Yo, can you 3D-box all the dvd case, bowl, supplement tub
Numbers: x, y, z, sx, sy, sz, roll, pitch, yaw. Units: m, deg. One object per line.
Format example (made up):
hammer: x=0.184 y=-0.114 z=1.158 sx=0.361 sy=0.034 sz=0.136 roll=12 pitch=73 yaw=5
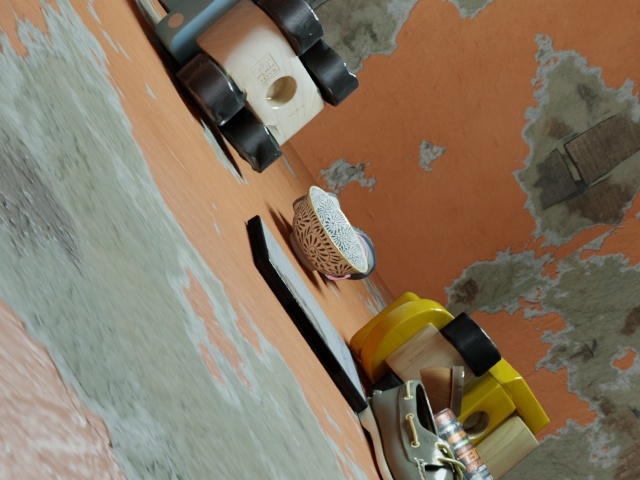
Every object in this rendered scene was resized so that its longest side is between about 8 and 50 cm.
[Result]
dvd case: x=-0.018 y=0.096 z=1.715 sx=0.253 sy=0.022 sz=0.180 roll=57 pitch=4 yaw=-20
bowl: x=0.000 y=0.000 z=2.162 sx=0.170 sy=0.080 sz=0.170 roll=53 pitch=15 yaw=-21
supplement tub: x=0.184 y=0.337 z=1.766 sx=0.198 sy=0.106 sz=0.106 roll=59 pitch=4 yaw=10

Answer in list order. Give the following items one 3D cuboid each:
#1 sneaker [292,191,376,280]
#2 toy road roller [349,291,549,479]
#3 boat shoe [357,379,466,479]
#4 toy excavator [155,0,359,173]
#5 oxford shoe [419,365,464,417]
sneaker: x=0.030 y=0.032 z=2.375 sx=0.319 sy=0.112 sz=0.131 roll=47 pitch=29 yaw=-59
toy road roller: x=0.187 y=0.226 z=2.040 sx=0.329 sy=0.202 sz=0.240 roll=53 pitch=-4 yaw=-36
boat shoe: x=0.125 y=0.275 z=1.609 sx=0.109 sy=0.091 sz=0.305 roll=56 pitch=5 yaw=-28
toy excavator: x=-0.203 y=-0.378 z=2.037 sx=0.445 sy=0.222 sz=0.433 roll=44 pitch=-5 yaw=37
oxford shoe: x=0.163 y=0.280 z=1.868 sx=0.076 sy=0.076 sz=0.212 roll=-72 pitch=166 yaw=-78
